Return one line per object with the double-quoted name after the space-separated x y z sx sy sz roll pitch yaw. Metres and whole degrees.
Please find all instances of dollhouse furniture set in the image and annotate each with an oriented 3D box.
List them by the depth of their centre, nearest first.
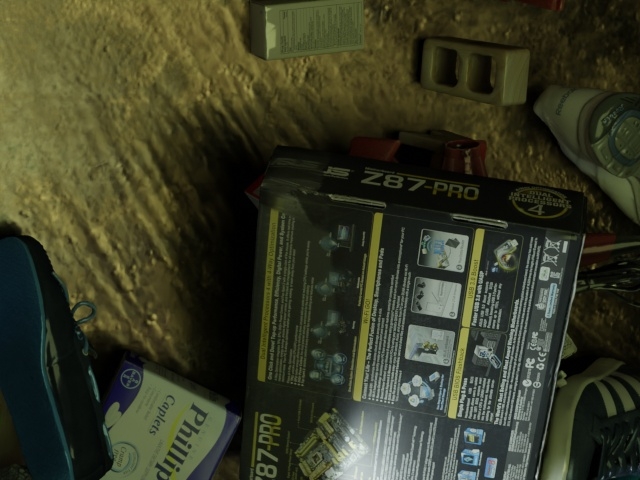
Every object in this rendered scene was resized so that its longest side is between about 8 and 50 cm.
0.128 -0.185 1.802 0.201 0.152 0.374 -6 107 -44 "dollhouse furniture set"

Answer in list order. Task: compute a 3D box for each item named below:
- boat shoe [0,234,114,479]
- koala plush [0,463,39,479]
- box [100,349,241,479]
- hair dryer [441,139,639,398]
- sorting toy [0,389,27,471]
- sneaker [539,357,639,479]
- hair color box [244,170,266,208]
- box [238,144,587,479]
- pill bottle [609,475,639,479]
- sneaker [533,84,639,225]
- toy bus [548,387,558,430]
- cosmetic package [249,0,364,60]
-0.273 0.121 1.738 0.089 0.109 0.258 -10 91 -52 "boat shoe"
-0.337 0.354 1.726 0.221 0.203 0.196 -34 146 22 "koala plush"
-0.169 0.202 1.808 0.137 0.072 0.126 26 91 -7 "box"
0.216 0.010 1.821 0.223 0.080 0.293 -42 107 6 "hair dryer"
-0.394 0.228 1.745 0.208 0.038 0.193 1 103 -27 "sorting toy"
0.344 0.218 1.950 0.350 0.148 0.131 -31 134 -64 "sneaker"
0.000 0.000 1.851 0.053 0.093 0.167 -42 119 -10 "hair color box"
0.086 0.114 1.777 0.318 0.097 0.395 8 122 5 "box"
0.454 0.291 2.129 0.264 0.146 0.146 -46 119 -9 "pill bottle"
0.349 -0.100 1.996 0.111 0.129 0.297 -54 138 -7 "sneaker"
0.218 0.122 1.984 0.104 0.202 0.191 -2 115 5 "toy bus"
-0.014 -0.224 1.813 0.115 0.041 0.060 -8 108 -25 "cosmetic package"
